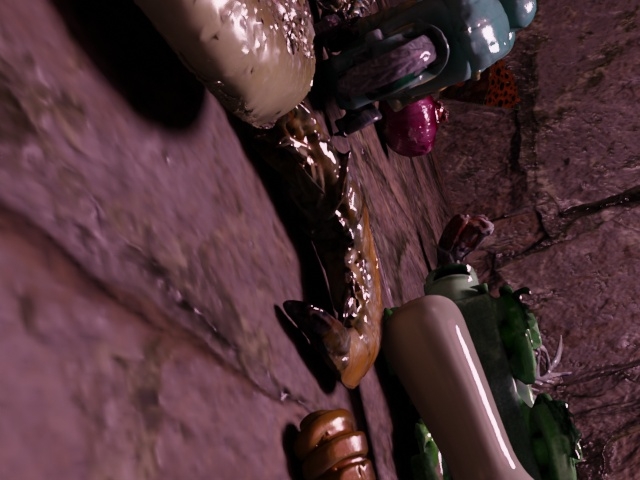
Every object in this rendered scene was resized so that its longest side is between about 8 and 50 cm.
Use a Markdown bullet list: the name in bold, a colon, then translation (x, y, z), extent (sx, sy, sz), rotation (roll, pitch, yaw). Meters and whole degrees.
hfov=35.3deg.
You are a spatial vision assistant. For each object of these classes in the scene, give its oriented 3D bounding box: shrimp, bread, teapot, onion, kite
- **shrimp**: translation (0.000, 0.000, 0.601), extent (0.150, 0.051, 0.217), rotation (-85, 157, -44)
- **shrimp**: translation (0.014, -0.248, 1.078), extent (0.082, 0.076, 0.174), rotation (27, 32, -14)
- **bread**: translation (0.012, 0.125, 0.490), extent (0.049, 0.033, 0.088), rotation (10, 64, -72)
- **teapot**: translation (0.125, 0.201, 0.625), extent (0.318, 0.149, 0.220), rotation (38, 33, 7)
- **shrimp**: translation (0.278, 0.137, 1.589), extent (0.410, 0.166, 0.221), rotation (53, 5, -28)
- **bread**: translation (-0.067, -0.175, 0.455), extent (0.267, 0.040, 0.267), rotation (59, 15, -27)
- **onion**: translation (0.128, -0.173, 1.395), extent (0.115, 0.104, 0.115), rotation (174, -90, -83)
- **kite**: translation (0.143, -0.180, 0.995), extent (0.125, 0.008, 0.222), rotation (124, -37, -52)

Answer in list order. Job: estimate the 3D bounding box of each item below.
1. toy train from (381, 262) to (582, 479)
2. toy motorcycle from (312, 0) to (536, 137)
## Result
- **toy train**: translation (0.132, 0.150, 0.841), extent (0.188, 0.132, 0.243), rotation (72, 6, -58)
- **toy motorcycle**: translation (0.087, -0.178, 0.898), extent (0.296, 0.198, 0.109), rotation (-134, -160, -80)
